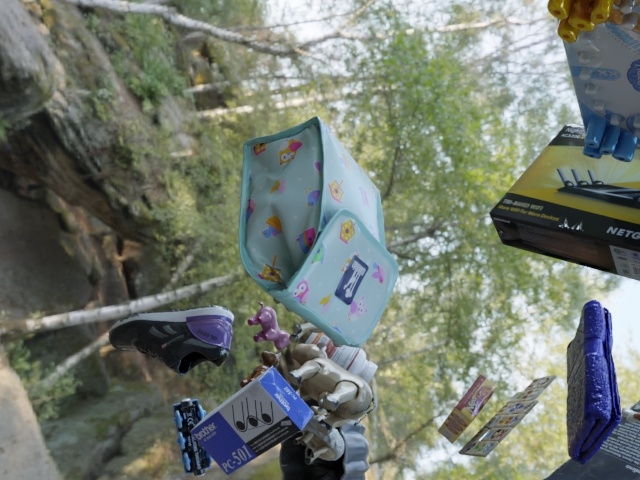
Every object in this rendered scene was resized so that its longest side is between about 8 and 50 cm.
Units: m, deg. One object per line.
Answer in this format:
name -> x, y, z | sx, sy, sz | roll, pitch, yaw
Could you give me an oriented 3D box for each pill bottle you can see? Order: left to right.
pill bottle -> 0.055, 0.350, 1.967 | 0.216, 0.121, 0.121 | 34, -17, 3

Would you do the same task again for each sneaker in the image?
sneaker -> -0.319, 0.217, 1.368 | 0.107, 0.284, 0.124 | 53, 31, -55

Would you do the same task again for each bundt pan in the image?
bundt pan -> 0.020, 0.593, 1.841 | 0.331, 0.124, 0.330 | -21, -116, 52

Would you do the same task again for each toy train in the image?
toy train -> -0.309, 0.472, 1.589 | 0.105, 0.080, 0.184 | 141, -63, -67

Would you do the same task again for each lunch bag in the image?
lunch bag -> 0.000, 0.000, 0.919 | 0.223, 0.160, 0.262 | 44, 35, -51

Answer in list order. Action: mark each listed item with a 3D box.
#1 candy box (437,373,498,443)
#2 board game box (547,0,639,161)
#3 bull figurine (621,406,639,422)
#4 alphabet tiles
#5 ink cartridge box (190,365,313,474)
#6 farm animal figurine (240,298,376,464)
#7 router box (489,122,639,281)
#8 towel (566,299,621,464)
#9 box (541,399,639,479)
candy box -> 0.341, 0.396, 1.546 | 0.053, 0.109, 0.186 | 37, -27, 19
board game box -> 0.472, -0.160, 0.742 | 0.390, 0.390, 0.050 | 36, 74, -57
bull figurine -> 0.678, 0.231, 1.207 | 0.101, 0.310, 0.188 | 45, -35, -7
alphabet tiles -> 0.399, 0.370, 1.400 | 0.009, 0.237, 0.198 | 47, -14, 10
ink cartridge box -> -0.112, 0.286, 1.037 | 0.097, 0.046, 0.207 | 49, -53, 1
farm animal figurine -> -0.008, 0.265, 1.420 | 0.327, 0.172, 0.330 | 44, -51, 22
router box -> 0.463, -0.067, 1.031 | 0.309, 0.243, 0.081 | 19, -31, 49
towel -> 0.611, 0.317, 1.489 | 0.227, 0.076, 0.308 | 84, 18, -47
box -> 0.921, 0.715, 1.705 | 0.479, 0.472, 0.297 | 61, -17, -9
